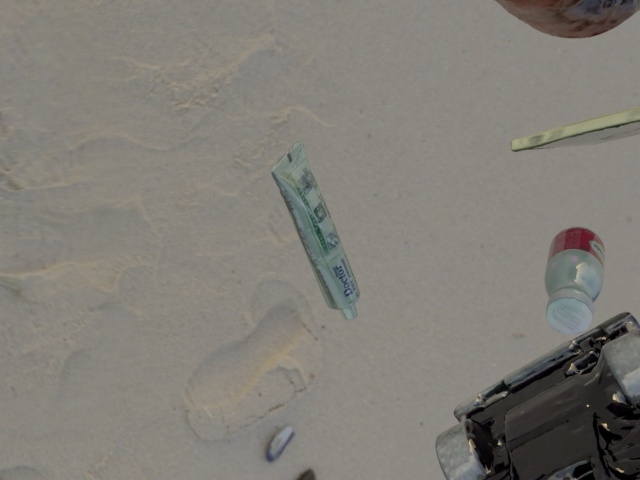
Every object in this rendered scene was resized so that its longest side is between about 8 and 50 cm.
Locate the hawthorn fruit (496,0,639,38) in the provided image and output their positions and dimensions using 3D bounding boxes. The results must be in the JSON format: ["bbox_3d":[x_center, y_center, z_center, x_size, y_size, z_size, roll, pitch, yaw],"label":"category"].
[{"bbox_3d":[0.319,-0.448,1.006,0.284,0.369,0.285,-22,137,-21],"label":"hawthorn fruit"}]

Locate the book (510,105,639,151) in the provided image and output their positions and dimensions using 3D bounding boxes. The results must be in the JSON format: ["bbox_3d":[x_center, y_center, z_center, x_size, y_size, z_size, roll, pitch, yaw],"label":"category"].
[{"bbox_3d":[0.565,-0.219,1.405,0.371,0.260,0.043,-12,91,-47],"label":"book"}]

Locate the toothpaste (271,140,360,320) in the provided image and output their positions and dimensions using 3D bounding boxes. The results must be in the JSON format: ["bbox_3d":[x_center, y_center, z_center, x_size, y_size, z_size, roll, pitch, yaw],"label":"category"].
[{"bbox_3d":[0.000,0.000,0.798,0.064,0.041,0.218,-51,130,-42],"label":"toothpaste"}]

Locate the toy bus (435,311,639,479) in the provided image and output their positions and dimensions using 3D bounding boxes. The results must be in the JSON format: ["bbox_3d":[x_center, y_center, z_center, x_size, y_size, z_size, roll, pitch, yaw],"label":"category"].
[{"bbox_3d":[0.231,0.264,0.532,0.209,0.440,0.249,-35,98,19],"label":"toy bus"}]

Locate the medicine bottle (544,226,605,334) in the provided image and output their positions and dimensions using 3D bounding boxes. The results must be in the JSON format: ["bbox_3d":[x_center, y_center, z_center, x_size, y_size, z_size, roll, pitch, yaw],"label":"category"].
[{"bbox_3d":[0.403,0.062,1.171,0.090,0.090,0.217,66,30,-20],"label":"medicine bottle"}]
